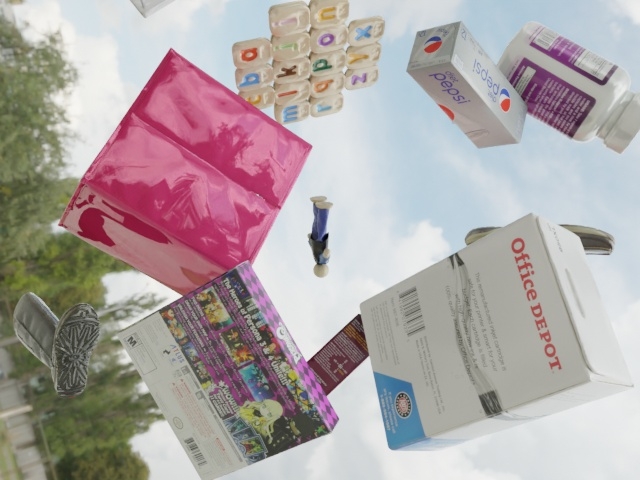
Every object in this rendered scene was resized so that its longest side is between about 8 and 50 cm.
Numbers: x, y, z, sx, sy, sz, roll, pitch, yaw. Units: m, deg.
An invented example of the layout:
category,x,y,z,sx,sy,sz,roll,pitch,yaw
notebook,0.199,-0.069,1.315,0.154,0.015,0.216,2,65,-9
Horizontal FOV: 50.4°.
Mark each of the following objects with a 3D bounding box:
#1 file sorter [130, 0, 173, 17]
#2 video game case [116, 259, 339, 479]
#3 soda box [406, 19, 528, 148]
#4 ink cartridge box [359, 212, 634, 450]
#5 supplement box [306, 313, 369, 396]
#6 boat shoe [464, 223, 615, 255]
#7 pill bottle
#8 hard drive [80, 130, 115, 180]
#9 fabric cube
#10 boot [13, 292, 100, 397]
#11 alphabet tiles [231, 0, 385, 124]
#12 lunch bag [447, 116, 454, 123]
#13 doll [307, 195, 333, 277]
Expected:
category,x,y,z,sx,sy,sz,roll,pitch,yaw
file sorter,-0.343,-0.608,1.270,0.277,0.193,0.173,51,-12,11
video game case,-0.121,0.171,0.857,0.210,0.042,0.232,-29,-88,24
soda box,0.282,-0.283,1.280,0.098,0.286,0.091,-1,-114,41
ink cartridge box,0.283,0.175,1.177,0.395,0.166,0.285,-32,-125,36
supplement box,0.038,0.248,1.410,0.081,0.188,0.104,46,-12,11
boat shoe,0.538,0.037,1.684,0.356,0.132,0.130,-2,-102,24
pill bottle,0.510,-0.302,1.378,0.302,0.169,0.169,35,-40,14
hard drive,-0.467,-0.263,1.733,0.047,0.233,0.353,56,12,-24
fabric cube,-0.214,-0.086,1.065,0.258,0.259,0.254,33,-25,-16
boot,-0.459,0.146,1.169,0.208,0.076,0.189,40,-64,44
alphabet tiles,-0.021,-0.323,1.241,0.284,0.278,0.021,92,-19,-59
lunch bag,0.368,-0.383,1.914,0.083,0.053,0.071,43,23,-43
doll,0.000,0.000,1.541,0.129,0.046,0.188,-131,-142,-59
